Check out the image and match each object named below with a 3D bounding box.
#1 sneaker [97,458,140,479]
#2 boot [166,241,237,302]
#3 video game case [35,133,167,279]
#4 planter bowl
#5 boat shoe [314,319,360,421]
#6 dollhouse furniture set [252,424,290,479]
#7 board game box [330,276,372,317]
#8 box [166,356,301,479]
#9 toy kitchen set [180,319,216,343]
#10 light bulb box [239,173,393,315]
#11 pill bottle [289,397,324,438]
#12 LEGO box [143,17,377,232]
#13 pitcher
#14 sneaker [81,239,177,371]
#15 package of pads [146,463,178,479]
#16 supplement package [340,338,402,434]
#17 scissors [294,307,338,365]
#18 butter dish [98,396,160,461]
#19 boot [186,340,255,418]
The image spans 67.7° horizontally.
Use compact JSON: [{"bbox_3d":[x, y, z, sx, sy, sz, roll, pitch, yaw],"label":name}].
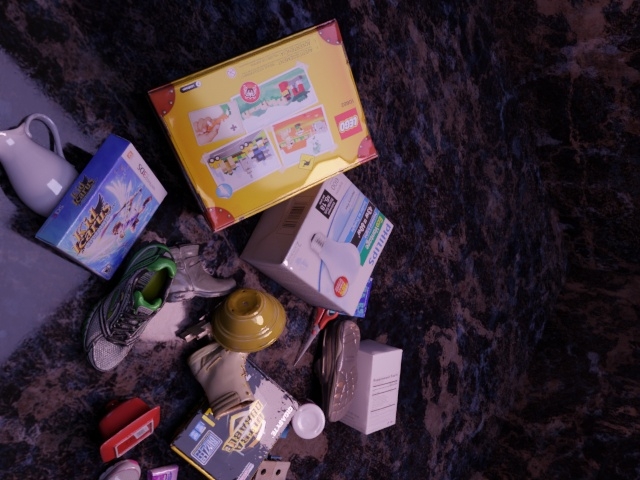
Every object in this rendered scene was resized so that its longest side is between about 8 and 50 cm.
[{"bbox_3d":[-0.532,0.688,1.205,0.103,0.111,0.252,42,67,-38],"label":"sneaker"},{"bbox_3d":[-0.341,0.080,1.337,0.246,0.083,0.161,-4,92,-45],"label":"boot"},{"bbox_3d":[-0.484,-0.066,1.099,0.269,0.061,0.244,-63,168,-18],"label":"video game case"},{"bbox_3d":[-0.210,0.203,1.360,0.217,0.217,0.090,-42,147,-32],"label":"planter bowl"},{"bbox_3d":[0.054,0.463,1.724,0.132,0.130,0.355,21,75,-46],"label":"boat shoe"},{"bbox_3d":[-0.172,0.653,1.530,0.129,0.129,0.184,27,78,-42],"label":"dollhouse furniture set"},{"bbox_3d":[0.099,0.197,1.786,0.210,0.047,0.160,15,85,-43],"label":"board game box"},{"bbox_3d":[-0.249,0.540,1.417,0.257,0.079,0.322,45,62,-11],"label":"box"},{"bbox_3d":[-0.340,0.284,1.367,0.083,0.068,0.075,-30,115,-37],"label":"toy kitchen set"},{"bbox_3d":[0.000,0.000,1.546,0.361,0.225,0.358,39,69,-38],"label":"light bulb box"},{"bbox_3d":[-0.054,0.582,1.583,0.108,0.193,0.108,2,79,-10],"label":"pill bottle"},{"bbox_3d":[-0.147,-0.307,1.267,0.500,0.193,0.372,-26,115,-12],"label":"LEGO box"},{"bbox_3d":[-0.600,-0.164,1.042,0.207,0.125,0.178,54,41,-24],"label":"pitcher"},{"bbox_3d":[-0.466,0.166,1.158,0.134,0.146,0.343,27,91,-33],"label":"sneaker"},{"bbox_3d":[-0.443,0.662,1.341,0.083,0.032,0.050,9,86,-44],"label":"package of pads"},{"bbox_3d":[0.178,0.544,1.814,0.175,0.177,0.293,3,93,-43],"label":"supplement package"},{"bbox_3d":[-0.005,0.308,1.662,0.021,0.109,0.297,38,69,-56],"label":"scissors"},{"bbox_3d":[-0.502,0.457,1.211,0.160,0.118,0.160,-31,157,-35],"label":"butter dish"},{"bbox_3d":[-0.222,0.362,1.360,0.262,0.203,0.095,-25,151,-19],"label":"boot"}]
